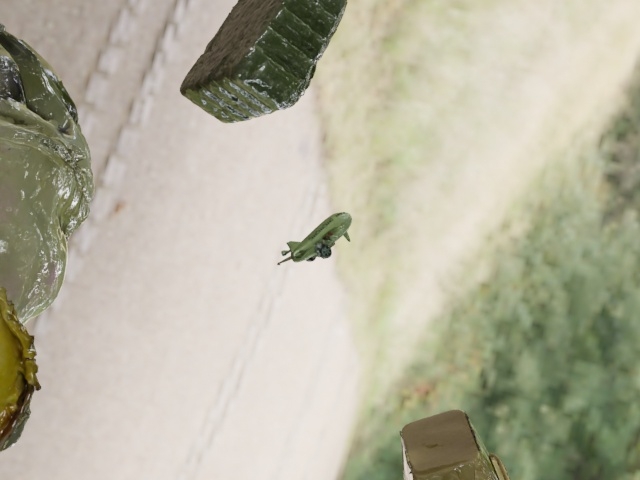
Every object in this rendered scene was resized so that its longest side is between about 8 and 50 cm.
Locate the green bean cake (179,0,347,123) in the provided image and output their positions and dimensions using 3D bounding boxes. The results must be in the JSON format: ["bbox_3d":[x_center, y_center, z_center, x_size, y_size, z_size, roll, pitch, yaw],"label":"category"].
[{"bbox_3d":[-0.062,-0.234,2.022,0.183,0.094,0.185,-11,-132,60],"label":"green bean cake"}]

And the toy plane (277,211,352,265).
[{"bbox_3d":[0.000,0.000,2.016,0.111,0.102,0.040,-30,102,-37],"label":"toy plane"}]

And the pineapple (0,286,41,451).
[{"bbox_3d":[-0.293,0.059,1.207,0.161,0.158,0.335,10,-66,67],"label":"pineapple"}]

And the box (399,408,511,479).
[{"bbox_3d":[0.126,0.234,1.628,0.177,0.111,0.111,-101,-160,-74],"label":"box"}]

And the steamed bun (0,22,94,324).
[{"bbox_3d":[-0.307,-0.090,1.386,0.206,0.320,0.275,-54,168,15],"label":"steamed bun"}]
